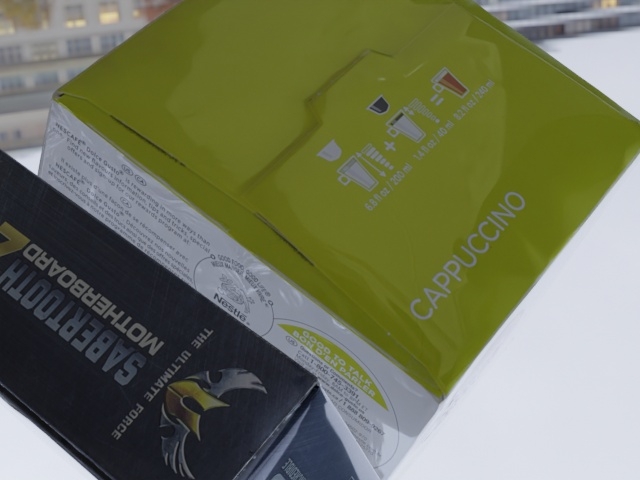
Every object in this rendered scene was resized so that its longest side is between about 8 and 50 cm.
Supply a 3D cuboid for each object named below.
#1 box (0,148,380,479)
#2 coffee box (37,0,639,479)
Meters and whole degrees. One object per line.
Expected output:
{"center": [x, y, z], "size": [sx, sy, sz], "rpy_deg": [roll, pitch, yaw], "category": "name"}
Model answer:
{"center": [-0.056, 0.063, 0.459], "size": [0.183, 0.233, 0.059], "rpy_deg": [33, -105, 27], "category": "box"}
{"center": [0.000, 0.000, 1.063], "size": [0.338, 0.334, 0.337], "rpy_deg": [38, -128, 10], "category": "coffee box"}
